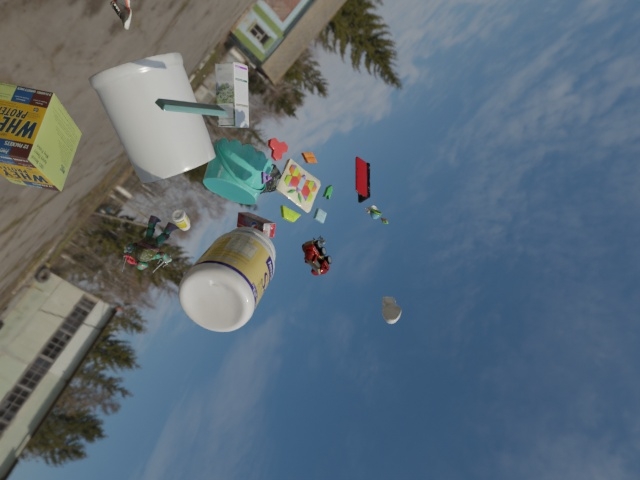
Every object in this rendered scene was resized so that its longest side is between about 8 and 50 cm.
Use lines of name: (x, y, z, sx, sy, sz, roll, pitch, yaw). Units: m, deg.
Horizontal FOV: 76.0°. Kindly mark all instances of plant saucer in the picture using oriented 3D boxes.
plant saucer: (-0.359, -0.375, 1.155, 0.067, 0.191, 0.018, 42, -55, 38)

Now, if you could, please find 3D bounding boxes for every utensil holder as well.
utensil holder: (-0.600, -0.448, 1.522, 0.327, 0.386, 0.328, -16, -159, 6)

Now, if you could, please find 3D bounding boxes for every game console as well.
game console: (0.146, -0.233, 1.589, 0.124, 0.085, 0.144, 153, -59, -65)

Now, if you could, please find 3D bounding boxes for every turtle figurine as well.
turtle figurine: (-0.638, 0.031, 1.539, 0.118, 0.175, 0.234, -15, -130, 67)

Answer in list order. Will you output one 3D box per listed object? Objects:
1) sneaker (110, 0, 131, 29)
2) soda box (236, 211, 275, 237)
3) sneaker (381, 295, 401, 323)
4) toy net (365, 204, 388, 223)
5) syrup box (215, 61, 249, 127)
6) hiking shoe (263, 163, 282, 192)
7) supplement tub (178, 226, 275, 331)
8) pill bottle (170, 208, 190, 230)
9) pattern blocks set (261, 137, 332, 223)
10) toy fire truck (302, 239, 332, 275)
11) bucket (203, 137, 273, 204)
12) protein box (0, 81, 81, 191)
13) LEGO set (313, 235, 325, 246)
sneaker: (-0.714, -0.820, 1.462, 0.061, 0.064, 0.158, -42, -123, 46)
soda box: (-0.367, -0.087, 2.318, 0.263, 0.083, 0.092, 23, -70, 43)
sneaker: (0.299, 0.317, 1.740, 0.080, 0.094, 0.212, 0, -165, 6)
toy net: (0.317, -0.157, 2.297, 0.232, 0.121, 0.045, -96, -153, -71)
syrup box: (-0.346, -0.567, 1.611, 0.093, 0.237, 0.096, 6, -167, 25)
hiking shoe: (-0.271, -0.263, 2.026, 0.227, 0.114, 0.086, -48, -140, -3)
supplement tub: (-0.290, 0.114, 1.360, 0.241, 0.241, 0.331, -38, -166, 26)
pill bottle: (-0.631, -0.091, 1.862, 0.065, 0.065, 0.116, -61, 168, -22)
pattern blocks set: (-0.080, -0.207, 1.530, 0.026, 0.324, 0.286, -2, -106, 49)
toy fire truck: (-0.025, 0.142, 2.515, 0.158, 0.217, 0.247, -14, -144, 27)
bucket: (-0.357, -0.288, 1.759, 0.281, 0.281, 0.183, -7, -118, 58)
protein box: (-0.787, -0.274, 1.120, 0.200, 0.135, 0.202, 119, -21, -70)
LEGO set: (0.000, 0.002, 2.026, 0.023, 0.054, 0.083, -15, -178, 45)
